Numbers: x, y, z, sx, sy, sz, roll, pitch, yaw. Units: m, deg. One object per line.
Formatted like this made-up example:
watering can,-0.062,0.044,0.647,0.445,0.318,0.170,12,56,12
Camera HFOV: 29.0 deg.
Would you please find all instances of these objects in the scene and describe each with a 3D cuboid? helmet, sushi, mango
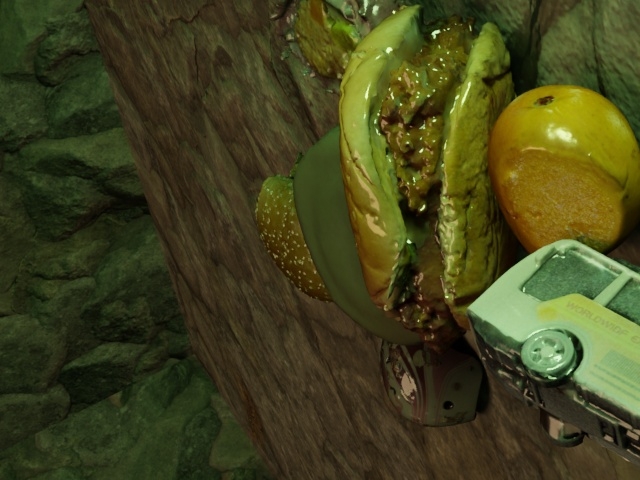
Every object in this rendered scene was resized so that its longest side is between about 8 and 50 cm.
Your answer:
helmet,0.130,0.171,1.612,0.177,0.107,0.153,54,165,30
sushi,0.037,-0.209,1.287,0.161,0.107,0.241,65,159,4
mango,0.206,-0.047,1.028,0.141,0.102,0.217,27,155,22

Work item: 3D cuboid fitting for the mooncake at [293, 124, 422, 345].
mooncake,0.091,-0.017,1.344,0.275,0.135,0.275,42,145,40

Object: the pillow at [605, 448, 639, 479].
pillow,0.335,0.216,1.117,0.148,0.050,0.230,60,162,-11

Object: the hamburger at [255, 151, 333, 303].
hamburger,0.000,0.000,1.730,0.215,0.122,0.189,52,159,30

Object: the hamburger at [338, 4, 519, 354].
hamburger,0.101,-0.061,1.128,0.155,0.282,0.245,3,160,25

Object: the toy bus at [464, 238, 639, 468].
toy bus,0.266,0.117,0.903,0.342,0.138,0.097,33,158,40
